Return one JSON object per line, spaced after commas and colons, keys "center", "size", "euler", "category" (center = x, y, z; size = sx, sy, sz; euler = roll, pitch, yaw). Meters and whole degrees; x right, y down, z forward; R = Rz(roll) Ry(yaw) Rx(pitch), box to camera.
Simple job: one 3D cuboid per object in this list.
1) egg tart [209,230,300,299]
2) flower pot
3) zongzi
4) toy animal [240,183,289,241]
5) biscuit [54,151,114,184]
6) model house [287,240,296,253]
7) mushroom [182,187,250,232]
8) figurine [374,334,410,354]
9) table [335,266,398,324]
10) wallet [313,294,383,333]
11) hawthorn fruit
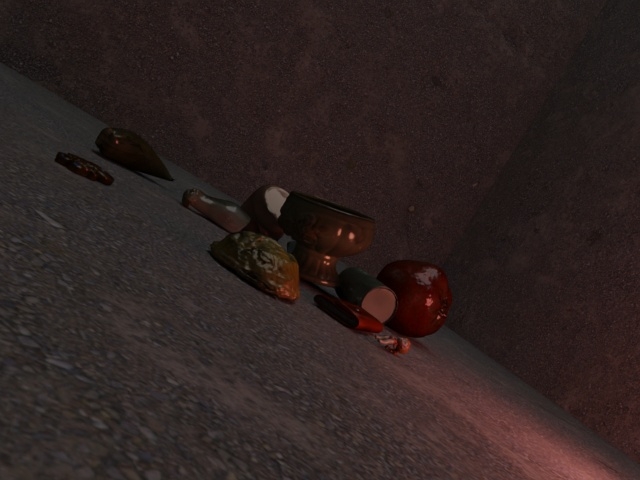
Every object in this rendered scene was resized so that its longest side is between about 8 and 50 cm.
{"center": [-0.135, 0.048, 1.375], "size": [0.231, 0.098, 0.252], "euler": [26, 9, -34], "category": "egg tart"}
{"center": [0.000, 0.000, 1.877], "size": [0.307, 0.244, 0.307], "euler": [18, 6, -2], "category": "flower pot"}
{"center": [-0.609, -0.270, 1.984], "size": [0.256, 0.115, 0.228], "euler": [42, 5, -7], "category": "zongzi"}
{"center": [-0.198, -0.093, 2.261], "size": [0.195, 0.256, 0.213], "euler": [-5, 69, -41], "category": "toy animal"}
{"center": [-0.548, -0.171, 1.397], "size": [0.124, 0.026, 0.175], "euler": [31, 2, 2], "category": "biscuit"}
{"center": [-0.033, 0.084, 2.119], "size": [0.152, 0.106, 0.165], "euler": [45, 29, -40], "category": "model house"}
{"center": [-0.341, -0.106, 1.957], "size": [0.225, 0.093, 0.116], "euler": [36, 22, -15], "category": "mushroom"}
{"center": [0.179, 0.260, 1.513], "size": [0.109, 0.047, 0.064], "euler": [19, 16, -34], "category": "figurine"}
{"center": [0.141, 0.172, 1.889], "size": [0.126, 0.126, 0.220], "euler": [31, 3, -24], "category": "table"}
{"center": [0.078, 0.194, 1.590], "size": [0.142, 0.045, 0.204], "euler": [33, 3, 26], "category": "wallet"}
{"center": [0.287, 0.193, 2.084], "size": [0.330, 0.287, 0.287], "euler": [15, -7, 30], "category": "hawthorn fruit"}
